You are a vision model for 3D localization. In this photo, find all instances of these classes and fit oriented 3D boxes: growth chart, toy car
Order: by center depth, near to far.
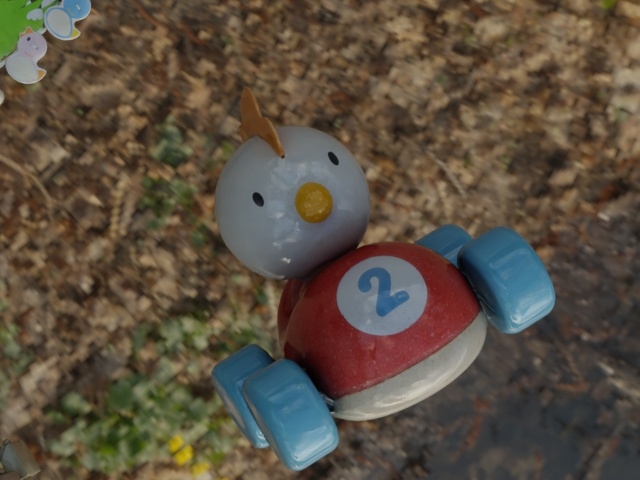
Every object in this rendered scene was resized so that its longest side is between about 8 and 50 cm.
[{"bbox_3d":[0.000,0.000,1.118,0.219,0.210,0.238,-31,99,-12],"label":"toy car"},{"bbox_3d":[-0.257,-0.241,1.318,0.172,0.021,0.237,36,74,-5],"label":"growth chart"}]

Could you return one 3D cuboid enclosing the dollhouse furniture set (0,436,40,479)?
[{"bbox_3d":[-0.335,0.206,1.404,0.144,0.151,0.123,-34,83,9],"label":"dollhouse furniture set"}]
